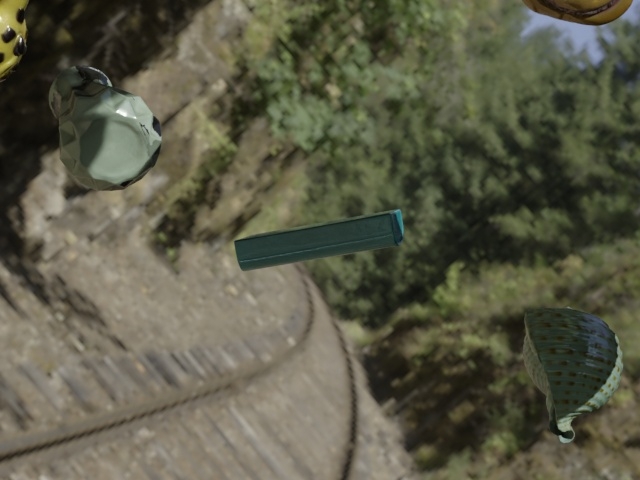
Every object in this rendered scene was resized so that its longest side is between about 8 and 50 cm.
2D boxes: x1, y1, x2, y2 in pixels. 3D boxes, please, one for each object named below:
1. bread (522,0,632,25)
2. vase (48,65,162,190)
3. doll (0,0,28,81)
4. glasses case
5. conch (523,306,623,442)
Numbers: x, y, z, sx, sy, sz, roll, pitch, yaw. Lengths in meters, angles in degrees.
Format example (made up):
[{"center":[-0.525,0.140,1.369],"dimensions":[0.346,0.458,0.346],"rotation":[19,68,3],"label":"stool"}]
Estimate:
[{"center":[0.285,-0.329,1.446],"dimensions":[0.081,0.134,0.225],"rotation":[95,6,-47],"label":"bread"},{"center":[-0.365,-0.196,2.120],"dimensions":[0.165,0.165,0.360],"rotation":[51,-2,-26],"label":"vase"},{"center":[-0.384,-0.319,1.628],"dimensions":[0.086,0.291,0.117],"rotation":[30,20,5],"label":"doll"},{"center":[0.001,0.000,2.405],"dimensions":[0.117,0.301,0.070],"rotation":[-25,103,-75],"label":"glasses case"},{"center":[0.354,0.170,1.780],"dimensions":[0.172,0.131,0.200],"rotation":[77,-2,-53],"label":"conch"}]
